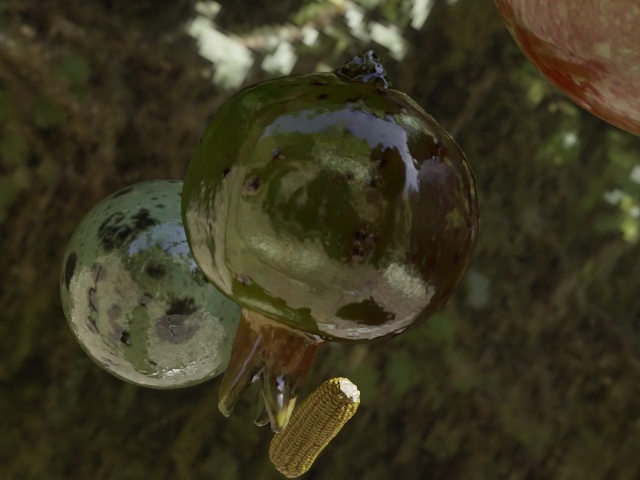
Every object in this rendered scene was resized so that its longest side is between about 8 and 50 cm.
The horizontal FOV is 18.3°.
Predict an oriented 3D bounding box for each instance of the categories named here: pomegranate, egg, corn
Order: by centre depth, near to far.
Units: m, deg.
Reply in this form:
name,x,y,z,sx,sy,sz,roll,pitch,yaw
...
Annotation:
name,x,y,z,sx,sy,sz,roll,pitch,yaw
pomegranate,-0.004,0.000,1.306,0.198,0.246,0.198,20,-32,13
corn,-0.005,0.132,1.418,0.037,0.092,0.037,29,33,-21
egg,-0.130,0.034,1.651,0.177,0.177,0.228,30,-7,4

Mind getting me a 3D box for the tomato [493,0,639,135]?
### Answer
name,x,y,z,sx,sy,sz,roll,pitch,yaw
tomato,0.231,-0.177,1.099,0.223,0.270,0.270,34,2,-43
